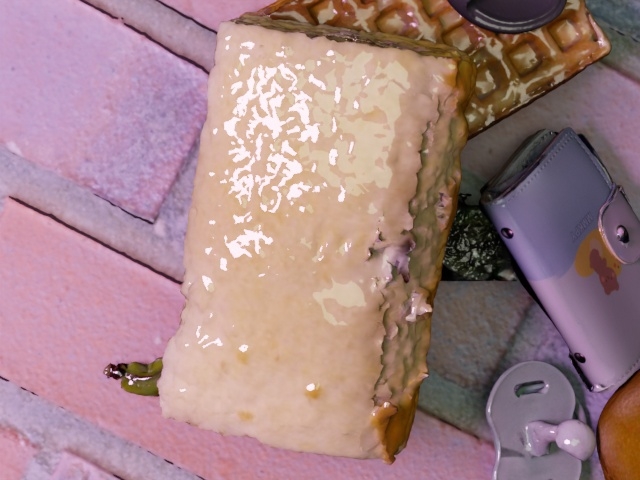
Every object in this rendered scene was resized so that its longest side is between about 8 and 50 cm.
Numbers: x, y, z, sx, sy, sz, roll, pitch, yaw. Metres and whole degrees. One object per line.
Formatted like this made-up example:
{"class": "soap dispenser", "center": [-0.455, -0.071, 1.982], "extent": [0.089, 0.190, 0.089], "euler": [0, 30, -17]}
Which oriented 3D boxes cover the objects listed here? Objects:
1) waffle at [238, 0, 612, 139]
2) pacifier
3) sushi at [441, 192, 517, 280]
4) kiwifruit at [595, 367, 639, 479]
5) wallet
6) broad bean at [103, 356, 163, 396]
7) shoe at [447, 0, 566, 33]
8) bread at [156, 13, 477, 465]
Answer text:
{"class": "waffle", "center": [0.090, -0.189, 1.780], "extent": [0.308, 0.091, 0.213], "euler": [-32, 94, -7]}
{"class": "pacifier", "center": [0.223, 0.189, 1.792], "extent": [0.127, 0.116, 0.150], "euler": [1, 87, -33]}
{"class": "sushi", "center": [0.144, -0.003, 1.808], "extent": [0.083, 0.056, 0.085], "euler": [-2, 92, 0]}
{"class": "kiwifruit", "center": [0.378, 0.183, 1.772], "extent": [0.234, 0.196, 0.196], "euler": [-29, 94, -10]}
{"class": "wallet", "center": [0.246, 0.015, 1.788], "extent": [0.170, 0.069, 0.231], "euler": [-43, 106, -40]}
{"class": "broad bean", "center": [-0.111, 0.087, 1.781], "extent": [0.195, 0.046, 0.061], "euler": [-37, 98, -4]}
{"class": "shoe", "center": [0.140, -0.298, 1.697], "extent": [0.108, 0.093, 0.241], "euler": [-28, 91, -9]}
{"class": "bread", "center": [0.000, 0.000, 1.657], "extent": [0.236, 0.165, 0.375], "euler": [12, 103, 5]}
